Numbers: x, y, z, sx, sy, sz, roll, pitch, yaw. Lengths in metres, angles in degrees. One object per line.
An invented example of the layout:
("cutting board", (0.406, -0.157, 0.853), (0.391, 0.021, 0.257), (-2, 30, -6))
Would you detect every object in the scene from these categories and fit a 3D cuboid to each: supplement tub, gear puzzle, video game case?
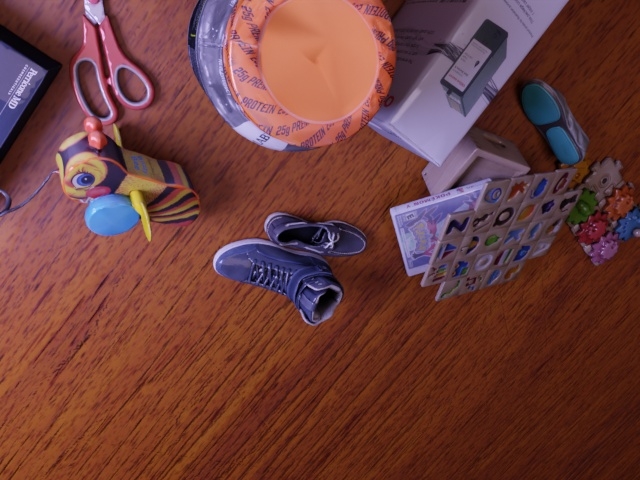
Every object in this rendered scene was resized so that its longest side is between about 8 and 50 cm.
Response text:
("supplement tub", (-0.052, -0.231, 0.569), (0.207, 0.338, 0.207), (-7, 116, -15))
("gear puzzle", (0.629, -0.085, 1.032), (0.175, 0.044, 0.339), (-46, 119, 5))
("video game case", (0.240, -0.017, 0.885), (0.184, 0.023, 0.201), (-17, 138, 8))

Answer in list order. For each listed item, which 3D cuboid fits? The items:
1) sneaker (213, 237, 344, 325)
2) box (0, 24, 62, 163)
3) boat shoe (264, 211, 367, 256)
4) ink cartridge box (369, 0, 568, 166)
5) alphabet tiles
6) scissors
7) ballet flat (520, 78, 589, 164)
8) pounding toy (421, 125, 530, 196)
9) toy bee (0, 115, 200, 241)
("sneaker", (-0.068, 0.070, 0.805), (0.227, 0.163, 0.086), (7, 113, -20))
("box", (-0.493, -0.171, 0.588), (0.184, 0.103, 0.261), (32, 100, -31))
("boat shoe", (0.000, 0.000, 0.849), (0.206, 0.065, 0.075), (12, 109, -23))
("ink cartridge box", (0.180, -0.282, 0.699), (0.122, 0.211, 0.289), (30, 102, -29))
("alphabet tiles", (0.357, -0.007, 0.903), (0.343, 0.011, 0.285), (-11, 132, -24))
("scissors", (-0.316, -0.308, 0.627), (0.109, 0.021, 0.296), (-15, 119, -10))
("ballet flat", (0.457, -0.240, 0.899), (0.213, 0.072, 0.068), (46, 65, -25))
("pounding toy", (0.288, -0.101, 0.889), (0.181, 0.094, 0.206), (13, 134, -23))
("toy bee", (-0.281, -0.080, 0.623), (0.195, 0.298, 0.162), (49, 125, 9))
